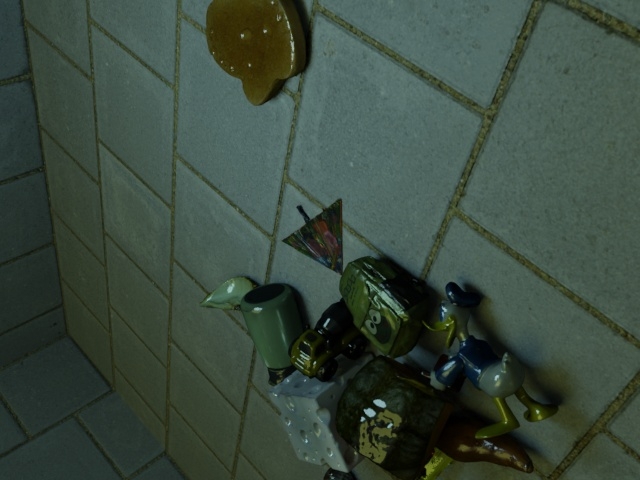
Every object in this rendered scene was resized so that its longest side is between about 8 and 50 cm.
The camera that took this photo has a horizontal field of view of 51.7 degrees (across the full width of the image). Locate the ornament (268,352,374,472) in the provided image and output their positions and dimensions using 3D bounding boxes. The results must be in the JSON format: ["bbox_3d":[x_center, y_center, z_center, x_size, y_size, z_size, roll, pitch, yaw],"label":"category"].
[{"bbox_3d":[0.041,0.482,1.905,0.239,0.239,0.240,-11,105,52],"label":"ornament"}]

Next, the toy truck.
[{"bbox_3d":[0.018,0.262,1.805,0.147,0.224,0.165,33,142,33],"label":"toy truck"}]

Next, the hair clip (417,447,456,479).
[{"bbox_3d":[0.327,0.593,1.780,0.072,0.046,0.173,32,116,10],"label":"hair clip"}]

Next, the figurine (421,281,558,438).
[{"bbox_3d":[0.347,0.255,1.506,0.283,0.204,0.339,-22,84,60],"label":"figurine"}]

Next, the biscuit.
[{"bbox_3d":[-0.159,-0.483,1.652,0.343,0.057,0.288,15,124,43],"label":"biscuit"}]

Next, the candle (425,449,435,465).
[{"bbox_3d":[0.239,0.521,1.849,0.084,0.059,0.302,-33,89,31],"label":"candle"}]

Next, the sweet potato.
[{"bbox_3d":[0.367,0.498,1.647,0.359,0.112,0.112,-10,105,50],"label":"sweet potato"}]

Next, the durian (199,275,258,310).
[{"bbox_3d":[-0.284,0.204,2.187,0.252,0.139,0.145,13,127,40],"label":"durian"}]

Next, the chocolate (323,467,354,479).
[{"bbox_3d":[0.089,0.868,2.216,0.110,0.110,0.248,-31,89,53],"label":"chocolate"}]

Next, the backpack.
[{"bbox_3d":[0.157,0.152,1.645,0.253,0.140,0.207,45,141,30],"label":"backpack"}]

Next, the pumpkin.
[{"bbox_3d":[0.182,0.434,1.652,0.303,0.256,0.226,27,88,51],"label":"pumpkin"}]

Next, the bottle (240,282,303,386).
[{"bbox_3d":[-0.124,0.313,2.054,0.168,0.168,0.347,7,121,47],"label":"bottle"}]

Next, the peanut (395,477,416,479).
[{"bbox_3d":[0.266,0.720,1.960,0.113,0.054,0.054,-21,97,50],"label":"peanut"}]

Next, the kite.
[{"bbox_3d":[0.000,0.000,1.821,0.234,0.016,0.321,59,143,2],"label":"kite"}]
